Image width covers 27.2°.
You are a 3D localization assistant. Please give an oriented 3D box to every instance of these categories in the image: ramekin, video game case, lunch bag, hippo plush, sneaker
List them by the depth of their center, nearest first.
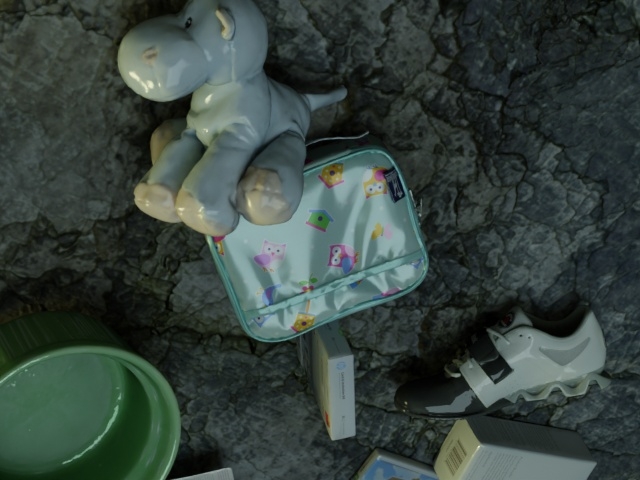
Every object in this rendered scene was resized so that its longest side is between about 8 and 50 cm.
[{"bbox_3d":[-0.105,-0.163,1.528,0.294,0.234,0.237,-20,128,-2],"label":"hippo plush"},{"bbox_3d":[0.000,0.000,1.715,0.279,0.108,0.224,-20,106,-3],"label":"lunch bag"},{"bbox_3d":[-0.351,0.241,1.749,0.303,0.148,0.303,-12,119,-23],"label":"ramekin"},{"bbox_3d":[0.262,0.170,1.963,0.330,0.122,0.146,-13,108,-7],"label":"sneaker"},{"bbox_3d":[0.122,0.437,2.145,0.212,0.023,0.193,23,114,-29],"label":"video game case"}]

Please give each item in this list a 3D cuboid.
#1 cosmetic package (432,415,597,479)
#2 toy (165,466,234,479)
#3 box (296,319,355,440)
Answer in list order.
[{"bbox_3d":[0.311,0.356,2.113,0.231,0.085,0.117,13,119,-27],"label":"cosmetic package"},{"bbox_3d":[-0.244,0.396,1.983,0.237,0.056,0.137,-13,130,-7],"label":"toy"},{"bbox_3d":[0.004,0.158,1.814,0.038,0.186,0.145,-10,125,-11],"label":"box"}]
